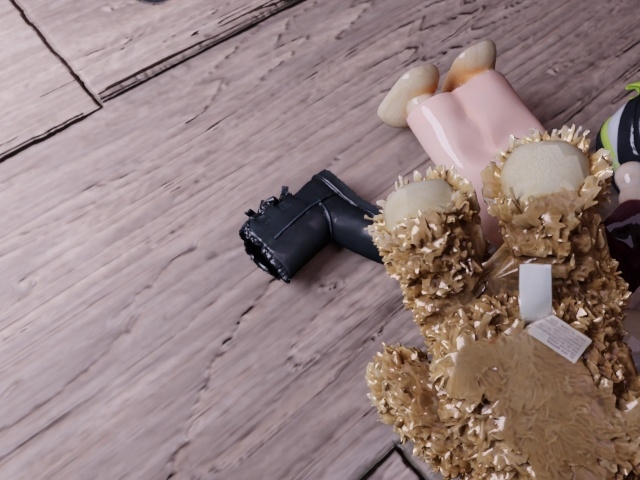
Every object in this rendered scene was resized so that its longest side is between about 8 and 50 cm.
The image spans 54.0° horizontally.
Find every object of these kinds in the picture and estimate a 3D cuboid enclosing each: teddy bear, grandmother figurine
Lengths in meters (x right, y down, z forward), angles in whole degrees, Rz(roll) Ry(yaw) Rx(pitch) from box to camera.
[{"bbox_3d":[0.146,0.090,0.427,0.245,0.113,0.337,-33,73,10],"label":"teddy bear"},{"bbox_3d":[0.192,-0.007,0.525,0.208,0.104,0.342,-26,71,-2],"label":"grandmother figurine"}]

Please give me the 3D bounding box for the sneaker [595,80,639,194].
[{"bbox_3d":[0.333,-0.040,0.556,0.084,0.097,0.234,-23,68,-18],"label":"sneaker"}]

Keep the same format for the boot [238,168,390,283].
[{"bbox_3d":[0.000,0.000,0.520,0.099,0.045,0.121,-37,66,-25],"label":"boot"}]
